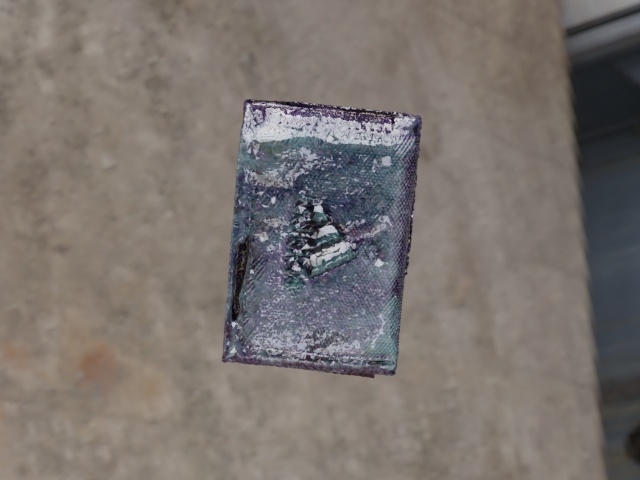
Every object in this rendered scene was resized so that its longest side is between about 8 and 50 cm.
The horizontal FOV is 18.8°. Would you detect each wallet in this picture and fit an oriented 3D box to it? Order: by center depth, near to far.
[{"bbox_3d":[0.000,0.000,1.178,0.030,0.111,0.166,-98,-166,-76],"label":"wallet"}]
